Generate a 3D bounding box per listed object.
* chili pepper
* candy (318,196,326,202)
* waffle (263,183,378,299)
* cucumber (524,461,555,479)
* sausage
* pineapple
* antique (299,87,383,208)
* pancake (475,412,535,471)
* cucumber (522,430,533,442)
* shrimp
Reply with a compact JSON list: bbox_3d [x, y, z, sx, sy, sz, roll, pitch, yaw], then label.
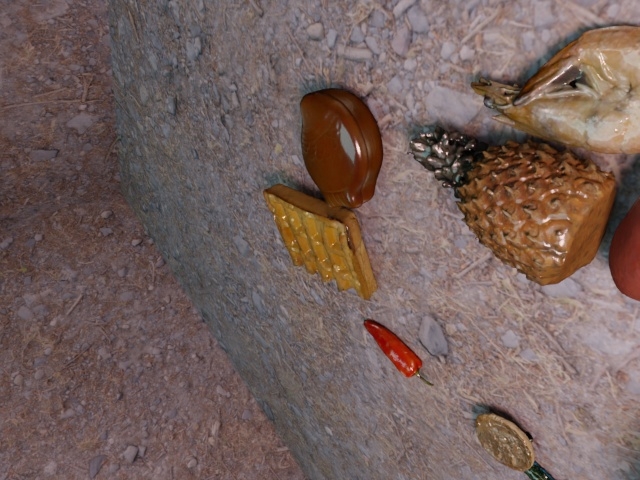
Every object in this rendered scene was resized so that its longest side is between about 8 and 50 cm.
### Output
[{"bbox_3d":[0.213,0.313,1.275,0.272,0.063,0.071,44,131,30],"label":"chili pepper"},{"bbox_3d":[0.028,-0.062,1.272,0.136,0.038,0.088,62,160,4],"label":"candy"},{"bbox_3d":[-0.001,0.000,1.261,0.348,0.077,0.304,25,145,43],"label":"waffle"},{"bbox_3d":[0.560,0.597,1.019,0.257,0.043,0.044,44,138,27],"label":"cucumber"},{"bbox_3d":[0.482,-0.013,0.588,0.148,0.148,0.254,34,140,36],"label":"sausage"},{"bbox_3d":[0.291,-0.085,0.757,0.362,0.202,0.202,40,142,42],"label":"pineapple"},{"bbox_3d":[0.048,-0.214,1.043,0.224,0.129,0.278,-2,112,54],"label":"antique"},{"bbox_3d":[0.431,0.473,1.062,0.152,0.025,0.151,34,139,36],"label":"pancake"},{"bbox_3d":[0.449,0.462,1.082,0.133,0.032,0.032,-6,109,54],"label":"cucumber"},{"bbox_3d":[0.367,-0.226,0.658,0.317,0.077,0.168,27,124,36],"label":"shrimp"}]
